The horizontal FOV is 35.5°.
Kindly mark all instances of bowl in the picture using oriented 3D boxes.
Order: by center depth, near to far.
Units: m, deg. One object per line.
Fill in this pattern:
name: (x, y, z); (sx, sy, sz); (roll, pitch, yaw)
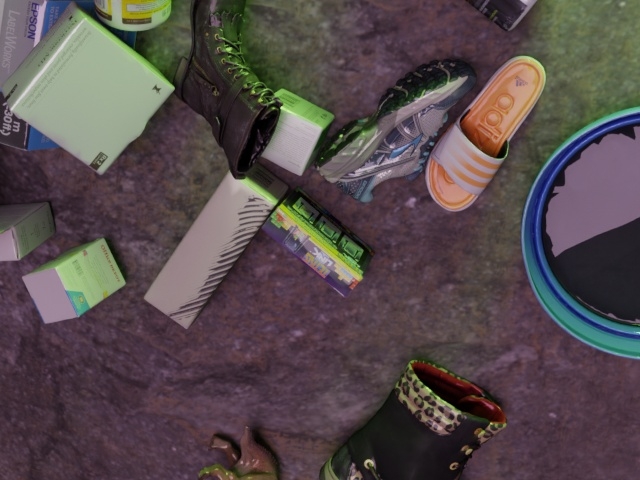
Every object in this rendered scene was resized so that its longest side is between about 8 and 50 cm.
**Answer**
bowl: (0.498, -0.012, 1.498); (0.390, 0.077, 0.391); (4, 108, 11)

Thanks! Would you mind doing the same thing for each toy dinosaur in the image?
toy dinosaur: (-0.126, 0.462, 1.769); (0.200, 0.127, 0.296); (18, 98, -2)

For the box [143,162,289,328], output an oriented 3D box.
box: (-0.170, 0.003, 1.632); (0.094, 0.113, 0.275); (35, 113, -2)

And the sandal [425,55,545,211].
sandal: (0.242, -0.159, 1.507); (0.102, 0.076, 0.265); (31, 111, 2)

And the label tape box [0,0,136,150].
label tape box: (-0.488, -0.287, 1.608); (0.347, 0.115, 0.249); (17, 111, 8)

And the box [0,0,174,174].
box: (-0.357, -0.233, 1.533); (0.181, 0.119, 0.182); (-49, 124, 4)

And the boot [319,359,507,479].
boot: (0.218, 0.394, 1.664); (0.377, 0.138, 0.284); (33, 111, 6)

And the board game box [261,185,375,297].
board game box: (0.000, 0.000, 1.577); (0.170, 0.141, 0.048); (40, 111, -2)

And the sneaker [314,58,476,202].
sneaker: (0.131, -0.165, 1.532); (0.283, 0.110, 0.122); (-35, 115, 23)

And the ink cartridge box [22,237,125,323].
ink cartridge box: (-0.410, 0.065, 1.696); (0.089, 0.143, 0.092); (-14, 105, 34)

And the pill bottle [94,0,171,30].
pill bottle: (-0.280, -0.429, 1.481); (0.117, 0.117, 0.215); (14, 131, 8)

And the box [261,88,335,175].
box: (-0.046, -0.169, 1.553); (0.102, 0.101, 0.087); (28, 112, 2)

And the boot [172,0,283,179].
boot: (-0.119, -0.251, 1.487); (0.229, 0.091, 0.263); (48, 129, 39)

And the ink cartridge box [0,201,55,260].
ink cartridge box: (-0.633, 0.007, 1.654); (0.296, 0.261, 0.066); (-3, 108, 14)

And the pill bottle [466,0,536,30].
pill bottle: (0.208, -0.416, 1.403); (0.245, 0.130, 0.130); (37, 111, -1)
